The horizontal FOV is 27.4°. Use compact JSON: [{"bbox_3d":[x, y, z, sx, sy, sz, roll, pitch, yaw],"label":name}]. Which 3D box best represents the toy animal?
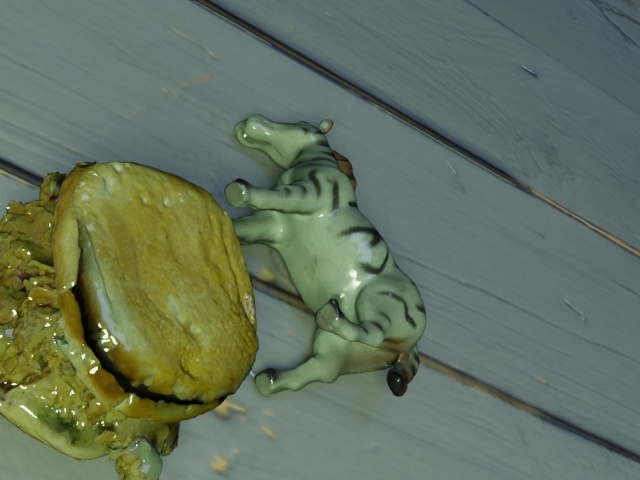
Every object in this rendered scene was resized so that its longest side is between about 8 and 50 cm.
[{"bbox_3d":[-0.013,-0.006,0.904,0.170,0.090,0.255,15,47,-44],"label":"toy animal"}]

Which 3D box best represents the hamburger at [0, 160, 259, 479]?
[{"bbox_3d":[-0.113,0.052,0.699,0.159,0.131,0.185,17,50,-50],"label":"hamburger"}]
